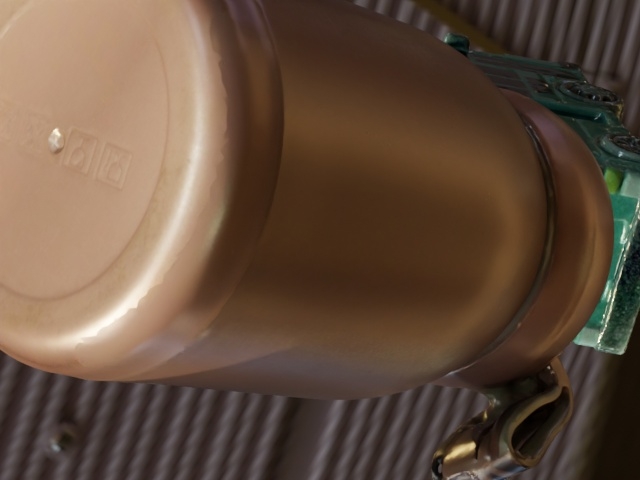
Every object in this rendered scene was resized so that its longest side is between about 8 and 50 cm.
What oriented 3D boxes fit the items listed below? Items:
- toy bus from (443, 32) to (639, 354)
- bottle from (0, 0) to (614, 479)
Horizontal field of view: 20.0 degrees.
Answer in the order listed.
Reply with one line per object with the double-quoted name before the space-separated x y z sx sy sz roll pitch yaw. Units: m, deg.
"toy bus" 0.129 -0.039 1.190 0.147 0.256 0.128 10 -70 -11
"bottle" 0.000 0.000 0.772 0.296 0.173 0.207 12 -117 -49
